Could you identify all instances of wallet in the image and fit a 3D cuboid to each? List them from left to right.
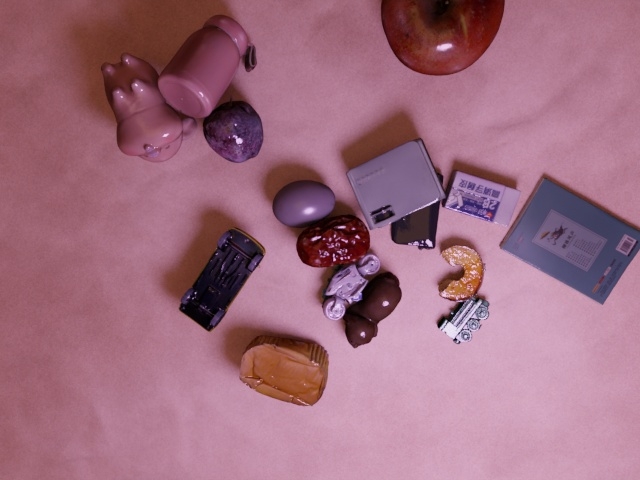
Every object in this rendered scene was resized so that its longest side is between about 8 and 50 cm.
[{"bbox_3d":[0.304,-0.094,1.663,0.149,0.044,0.250,7,98,6],"label":"wallet"}]

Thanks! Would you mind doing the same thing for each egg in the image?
[{"bbox_3d":[-0.051,-0.113,1.629,0.198,0.146,0.147,-8,97,3],"label":"egg"}]

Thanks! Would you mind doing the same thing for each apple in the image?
[{"bbox_3d":[0.339,-0.638,1.469,0.348,0.277,0.349,1,98,7],"label":"apple"}]

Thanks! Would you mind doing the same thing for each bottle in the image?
[{"bbox_3d":[-0.319,-0.511,1.549,0.206,0.173,0.297,36,64,-22],"label":"bottle"}]

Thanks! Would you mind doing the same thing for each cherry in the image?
[{"bbox_3d":[-0.259,-0.327,1.595,0.195,0.195,0.195,0,98,4],"label":"cherry"}]

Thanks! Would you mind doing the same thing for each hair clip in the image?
[{"bbox_3d":[0.037,0.142,1.707,0.049,0.049,0.173,19,97,1],"label":"hair clip"}]

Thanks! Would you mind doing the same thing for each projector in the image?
[{"bbox_3d":[0.230,-0.168,1.596,0.250,0.108,0.198,-24,88,18],"label":"projector"}]

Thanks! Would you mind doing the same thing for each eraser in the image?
[{"bbox_3d":[0.497,-0.130,1.633,0.210,0.068,0.125,18,98,0],"label":"eraser"}]

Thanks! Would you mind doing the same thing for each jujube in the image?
[{"bbox_3d":[0.040,0.008,1.612,0.230,0.155,0.155,-18,98,-28],"label":"jujube"}]

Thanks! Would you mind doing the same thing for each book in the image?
[{"bbox_3d":[0.792,0.004,1.651,0.379,0.031,0.264,30,98,-1],"label":"book"}]

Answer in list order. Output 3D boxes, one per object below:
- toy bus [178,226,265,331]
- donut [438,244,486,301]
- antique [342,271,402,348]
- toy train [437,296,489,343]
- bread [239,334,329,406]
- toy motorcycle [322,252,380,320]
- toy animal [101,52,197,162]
[{"bbox_3d":[-0.303,0.116,1.676,0.145,0.151,0.331,36,100,4],"label":"toy bus"},{"bbox_3d":[0.444,0.103,1.666,0.146,0.078,0.181,0,91,3],"label":"donut"},{"bbox_3d":[0.164,0.227,1.667,0.121,0.143,0.257,38,100,-4],"label":"antique"},{"bbox_3d":[0.464,0.249,1.688,0.111,0.071,0.171,36,98,6],"label":"toy train"},{"bbox_3d":[-0.115,0.404,1.704,0.288,0.156,0.204,12,106,-1],"label":"bread"},{"bbox_3d":[0.089,0.137,1.667,0.112,0.112,0.254,38,86,-2],"label":"toy motorcycle"},{"bbox_3d":[-0.539,-0.392,1.594,0.237,0.269,0.326,-23,64,6],"label":"toy animal"}]
